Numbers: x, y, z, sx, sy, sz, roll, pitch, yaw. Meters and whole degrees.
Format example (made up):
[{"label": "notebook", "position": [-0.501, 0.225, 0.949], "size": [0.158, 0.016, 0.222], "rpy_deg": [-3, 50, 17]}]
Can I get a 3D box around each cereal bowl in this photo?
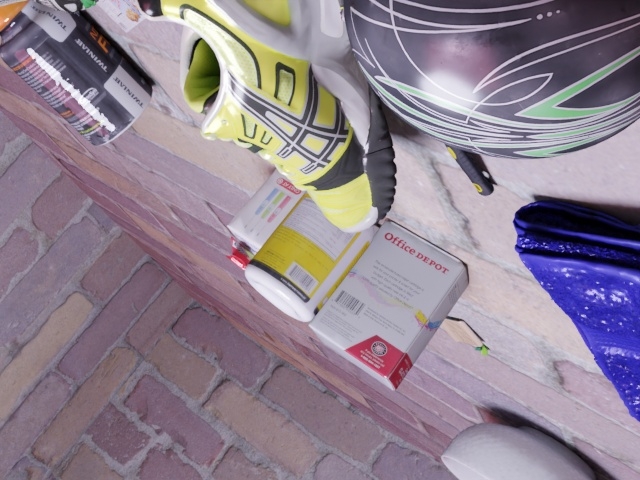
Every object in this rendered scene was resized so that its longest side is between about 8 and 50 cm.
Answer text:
[{"label": "cereal bowl", "position": [0.398, 0.445, 1.516], "size": [0.339, 0.141, 0.339], "rpy_deg": [36, 166, 11]}]

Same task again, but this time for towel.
[{"label": "towel", "position": [0.318, 0.095, 0.740], "size": [0.308, 0.076, 0.227], "rpy_deg": [46, 165, -29]}]

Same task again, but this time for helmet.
[{"label": "helmet", "position": [0.100, -0.121, 0.418], "size": [0.169, 0.161, 0.169], "rpy_deg": [36, 166, 10]}]

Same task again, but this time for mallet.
[{"label": "mallet", "position": [0.104, -0.102, 0.745], "size": [0.062, 0.039, 0.190], "rpy_deg": [27, 166, 40]}]

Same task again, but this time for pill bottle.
[{"label": "pill bottle", "position": [0.000, 0.000, 1.005], "size": [0.103, 0.184, 0.103], "rpy_deg": [36, 166, 10]}, {"label": "pill bottle", "position": [-0.374, -0.265, 1.212], "size": [0.246, 0.130, 0.130], "rpy_deg": [46, 164, -30]}]

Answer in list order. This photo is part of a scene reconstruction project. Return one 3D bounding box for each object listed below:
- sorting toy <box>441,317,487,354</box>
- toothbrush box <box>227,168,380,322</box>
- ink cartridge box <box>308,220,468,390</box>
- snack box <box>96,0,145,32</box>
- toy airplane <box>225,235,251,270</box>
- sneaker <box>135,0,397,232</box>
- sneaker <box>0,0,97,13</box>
[{"label": "sorting toy", "position": [0.223, 0.147, 1.272], "size": [0.083, 0.012, 0.062], "rpy_deg": [47, 159, -20]}, {"label": "toothbrush box", "position": [0.010, 0.048, 1.263], "size": [0.206, 0.122, 0.283], "rpy_deg": [32, 165, 29]}, {"label": "ink cartridge box", "position": [0.091, 0.082, 1.064], "size": [0.127, 0.175, 0.072], "rpy_deg": [32, 167, 25]}, {"label": "snack box", "position": [-0.231, -0.293, 0.990], "size": [0.064, 0.022, 0.178], "rpy_deg": [45, 165, -21]}, {"label": "toy airplane", "position": [-0.084, 0.053, 1.213], "size": [0.151, 0.028, 0.151], "rpy_deg": [38, 167, 10]}, {"label": "sneaker", "position": [-0.038, -0.129, 0.697], "size": [0.145, 0.147, 0.385], "rpy_deg": [59, 176, 39]}, {"label": "sneaker", "position": [-0.398, -0.328, 1.017], "size": [0.343, 0.146, 0.134], "rpy_deg": [25, 154, 40]}]
